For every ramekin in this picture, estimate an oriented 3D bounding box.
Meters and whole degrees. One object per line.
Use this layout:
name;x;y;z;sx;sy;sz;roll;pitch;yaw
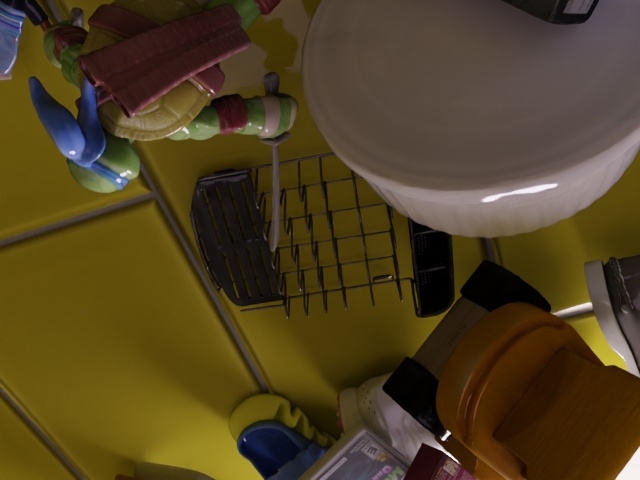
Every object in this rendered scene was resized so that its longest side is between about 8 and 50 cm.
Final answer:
ramekin;0.131;-0.127;0.476;0.273;0.272;0.127;-19;150;10

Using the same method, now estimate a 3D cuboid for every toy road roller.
toy road roller;0.251;0.199;0.674;0.202;0.240;0.329;-50;120;-4

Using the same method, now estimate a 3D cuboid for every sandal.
sandal;0.010;0.339;0.853;0.317;0.138;0.126;27;117;-20

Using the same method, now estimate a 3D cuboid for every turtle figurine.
turtle figurine;-0.114;-0.161;0.512;0.198;0.275;0.266;28;91;24

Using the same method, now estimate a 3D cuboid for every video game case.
video game case;0.040;0.340;0.770;0.190;0.022;0.173;-44;113;3

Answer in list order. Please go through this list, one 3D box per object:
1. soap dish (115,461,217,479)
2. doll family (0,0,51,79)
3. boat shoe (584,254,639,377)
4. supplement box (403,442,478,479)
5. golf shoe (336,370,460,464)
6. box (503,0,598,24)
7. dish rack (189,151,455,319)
soap dish;-0.142;0.430;0.866;0.291;0.118;0.229;42;145;-25
doll family;-0.311;-0.221;0.505;0.193;0.076;0.111;25;115;-23
boat shoe;0.407;0.126;0.728;0.091;0.109;0.305;-21;126;29
supplement box;0.152;0.298;0.756;0.083;0.043;0.055;43;70;-24
golf shoe;0.158;0.284;0.838;0.140;0.115;0.306;-38;119;17
box;0.124;-0.274;0.357;0.059;0.183;0.232;-18;138;-41
dish rack;0.000;0.000;0.662;0.272;0.074;0.208;-9;123;4
